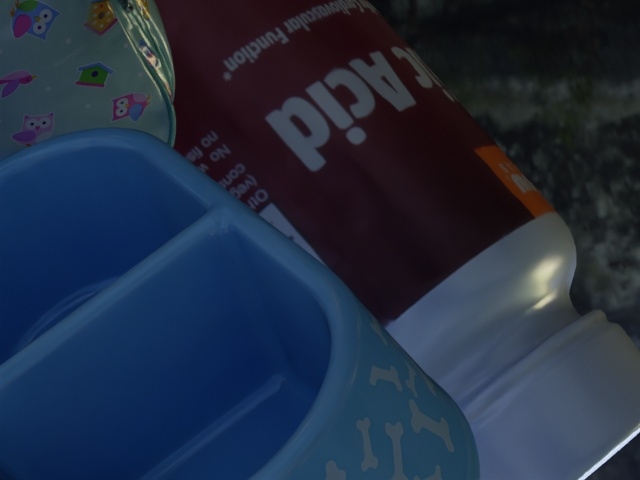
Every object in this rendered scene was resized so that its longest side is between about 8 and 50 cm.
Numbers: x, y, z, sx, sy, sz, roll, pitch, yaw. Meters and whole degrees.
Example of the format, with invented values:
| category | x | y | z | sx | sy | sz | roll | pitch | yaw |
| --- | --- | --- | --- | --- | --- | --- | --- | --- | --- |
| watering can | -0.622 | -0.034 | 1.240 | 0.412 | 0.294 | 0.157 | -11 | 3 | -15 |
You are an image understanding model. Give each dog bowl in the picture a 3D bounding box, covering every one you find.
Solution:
| category | x | y | z | sx | sy | sz | roll | pitch | yaw |
| --- | --- | --- | --- | --- | --- | --- | --- | --- | --- |
| dog bowl | -0.070 | 0.049 | 0.602 | 0.166 | 0.297 | 0.074 | -37 | -54 | -12 |

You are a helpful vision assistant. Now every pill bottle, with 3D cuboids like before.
| category | x | y | z | sx | sy | sz | roll | pitch | yaw |
| --- | --- | --- | --- | --- | --- | --- | --- | --- | --- |
| pill bottle | 0.000 | 0.000 | 0.936 | 0.392 | 0.224 | 0.224 | 50 | -65 | 12 |

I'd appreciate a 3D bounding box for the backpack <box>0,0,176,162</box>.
| category | x | y | z | sx | sy | sz | roll | pitch | yaw |
| --- | --- | --- | --- | --- | --- | --- | --- | --- | --- |
| backpack | -0.139 | -0.093 | 0.717 | 0.152 | 0.115 | 0.182 | -22 | -41 | 6 |
